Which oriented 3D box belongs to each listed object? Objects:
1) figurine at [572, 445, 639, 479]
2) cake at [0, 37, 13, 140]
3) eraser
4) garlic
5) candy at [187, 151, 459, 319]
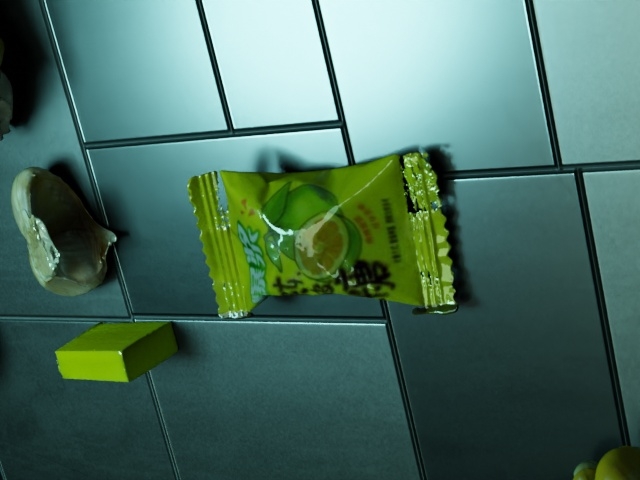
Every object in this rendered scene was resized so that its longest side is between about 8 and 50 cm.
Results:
[{"bbox_3d":[0.282,0.324,1.351,0.192,0.167,0.257,35,126,34],"label":"figurine"},{"bbox_3d":[-0.447,-0.181,1.629,0.178,0.185,0.208,32,134,-27],"label":"cake"},{"bbox_3d":[-0.256,0.137,1.684,0.122,0.097,0.045,-2,110,37],"label":"eraser"},{"bbox_3d":[-0.329,-0.011,1.676,0.124,0.099,0.174,-8,103,57],"label":"garlic"},{"bbox_3d":[0.000,0.000,1.455,0.297,0.081,0.187,-3,110,24],"label":"candy"}]
